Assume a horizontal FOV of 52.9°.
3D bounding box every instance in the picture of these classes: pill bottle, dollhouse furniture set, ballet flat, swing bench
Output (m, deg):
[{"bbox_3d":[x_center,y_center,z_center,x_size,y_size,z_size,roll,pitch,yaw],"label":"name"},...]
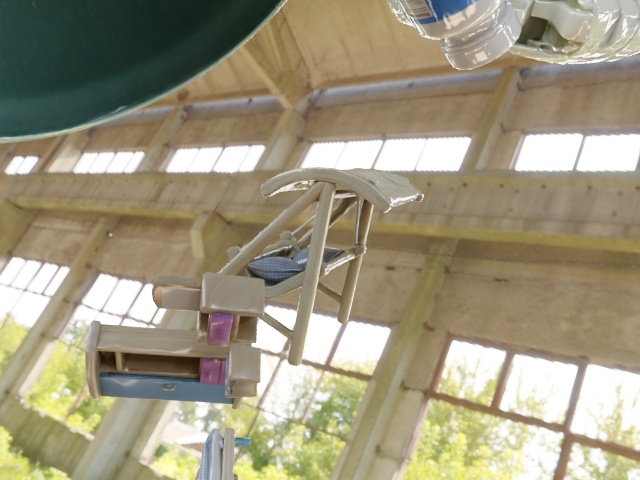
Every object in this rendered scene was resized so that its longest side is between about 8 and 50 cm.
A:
[{"bbox_3d":[0.136,-0.305,0.710,0.124,0.124,0.221,0,-39,47],"label":"pill bottle"},{"bbox_3d":[-0.180,0.236,0.723,0.198,0.303,0.286,5,-39,-10],"label":"dollhouse furniture set"},{"bbox_3d":[0.281,-0.296,0.844,0.400,0.139,0.139,8,-24,1],"label":"ballet flat"},{"bbox_3d":[0.000,0.000,0.903,0.165,0.254,0.253,33,14,13],"label":"swing bench"}]

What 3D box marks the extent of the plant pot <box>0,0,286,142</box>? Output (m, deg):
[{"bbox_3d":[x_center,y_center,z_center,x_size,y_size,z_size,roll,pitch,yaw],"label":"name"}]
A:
[{"bbox_3d":[-0.162,-0.219,0.367,0.196,0.293,0.293,60,-21,9],"label":"plant pot"}]
